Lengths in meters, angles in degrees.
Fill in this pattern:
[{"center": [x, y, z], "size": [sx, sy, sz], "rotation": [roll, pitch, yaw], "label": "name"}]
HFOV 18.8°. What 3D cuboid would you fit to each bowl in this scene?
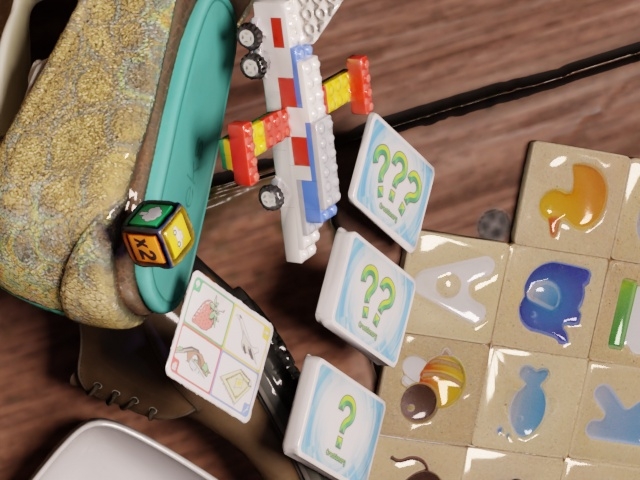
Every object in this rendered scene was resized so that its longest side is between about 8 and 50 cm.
[{"center": [-0.106, 0.170, 1.002], "size": [0.142, 0.053, 0.142], "rotation": [35, 90, -16], "label": "bowl"}]

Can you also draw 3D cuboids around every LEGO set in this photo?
[{"center": [0.000, 0.000, 0.894], "size": [0.244, 0.060, 0.182], "rotation": [40, 60, -54], "label": "LEGO set"}]

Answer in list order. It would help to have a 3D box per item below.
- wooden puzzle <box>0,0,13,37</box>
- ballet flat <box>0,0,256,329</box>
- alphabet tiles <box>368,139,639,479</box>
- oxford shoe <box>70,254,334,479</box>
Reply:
[{"center": [-0.312, -0.064, 0.859], "size": [0.322, 0.080, 0.347], "rotation": [16, 72, -19], "label": "wooden puzzle"}, {"center": [-0.078, -0.130, 0.901], "size": [0.123, 0.123, 0.348], "rotation": [22, 73, -16], "label": "ballet flat"}, {"center": [0.194, 0.101, 1.080], "size": [0.343, 0.011, 0.285], "rotation": [9, 99, -14], "label": "alphabet tiles"}, {"center": [-0.073, 0.060, 0.982], "size": [0.096, 0.083, 0.227], "rotation": [-37, 98, 5], "label": "oxford shoe"}]
